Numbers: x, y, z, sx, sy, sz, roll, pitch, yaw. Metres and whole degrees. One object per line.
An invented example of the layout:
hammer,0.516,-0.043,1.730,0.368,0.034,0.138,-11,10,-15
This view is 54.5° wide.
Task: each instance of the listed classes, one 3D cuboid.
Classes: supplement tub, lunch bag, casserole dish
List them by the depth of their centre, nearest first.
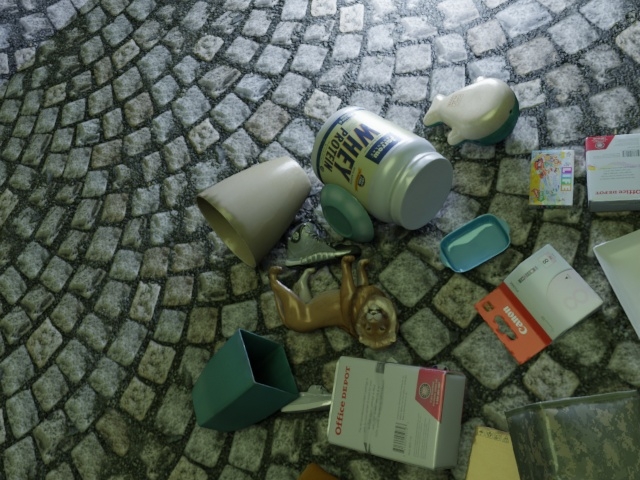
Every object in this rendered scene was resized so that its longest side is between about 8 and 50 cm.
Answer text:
lunch bag,0.551,0.436,1.259,0.286,0.169,0.236,-2,68,-16
casserole dish,0.394,0.012,1.581,0.188,0.037,0.114,-31,61,8
supplement tub,0.158,-0.190,1.627,0.324,0.235,0.235,36,85,36

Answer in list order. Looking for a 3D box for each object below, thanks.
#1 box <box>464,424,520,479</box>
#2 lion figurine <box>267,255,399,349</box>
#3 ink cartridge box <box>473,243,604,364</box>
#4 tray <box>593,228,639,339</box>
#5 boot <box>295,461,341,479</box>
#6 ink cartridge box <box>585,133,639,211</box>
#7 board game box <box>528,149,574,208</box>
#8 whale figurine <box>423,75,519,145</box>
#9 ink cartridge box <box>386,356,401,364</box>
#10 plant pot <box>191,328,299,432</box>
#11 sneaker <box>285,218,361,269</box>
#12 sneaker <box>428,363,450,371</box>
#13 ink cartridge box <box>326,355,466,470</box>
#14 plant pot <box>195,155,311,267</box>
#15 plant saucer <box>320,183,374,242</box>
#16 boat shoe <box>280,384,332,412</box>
box,0.426,0.514,1.369,0.201,0.021,0.165,9,73,24
lion figurine,0.021,0.175,1.623,0.391,0.142,0.241,-11,74,33
ink cartridge box,0.510,0.149,1.469,0.232,0.066,0.189,-35,61,0
tray,0.745,0.109,1.404,0.145,0.030,0.271,-23,62,12
boot,-0.026,0.691,1.441,0.211,0.104,0.295,24,74,33
ink cartridge box,0.713,-0.162,1.503,0.127,0.072,0.175,-1,69,21
board game box,0.587,-0.155,1.577,0.103,0.026,0.154,2,70,22
whale figurine,0.411,-0.338,1.683,0.272,0.141,0.216,12,72,51
ink cartridge box,0.170,0.337,1.539,0.048,0.028,0.083,36,86,30
plant pot,-0.210,0.377,1.584,0.234,0.165,0.166,-41,46,17
sneaker,0.000,0.000,1.694,0.228,0.086,0.132,-10,75,25
sneaker,0.276,0.381,1.471,0.071,0.068,0.170,-15,59,39
ink cartridge box,0.171,0.385,1.420,0.282,0.117,0.208,1,77,38
plant pot,-0.166,-0.108,1.756,0.274,0.257,0.256,-41,59,-18
plant saucer,0.058,-0.061,1.653,0.195,0.195,0.037,36,63,29
boat shoe,-0.016,0.398,1.574,0.184,0.066,0.063,-15,65,26
